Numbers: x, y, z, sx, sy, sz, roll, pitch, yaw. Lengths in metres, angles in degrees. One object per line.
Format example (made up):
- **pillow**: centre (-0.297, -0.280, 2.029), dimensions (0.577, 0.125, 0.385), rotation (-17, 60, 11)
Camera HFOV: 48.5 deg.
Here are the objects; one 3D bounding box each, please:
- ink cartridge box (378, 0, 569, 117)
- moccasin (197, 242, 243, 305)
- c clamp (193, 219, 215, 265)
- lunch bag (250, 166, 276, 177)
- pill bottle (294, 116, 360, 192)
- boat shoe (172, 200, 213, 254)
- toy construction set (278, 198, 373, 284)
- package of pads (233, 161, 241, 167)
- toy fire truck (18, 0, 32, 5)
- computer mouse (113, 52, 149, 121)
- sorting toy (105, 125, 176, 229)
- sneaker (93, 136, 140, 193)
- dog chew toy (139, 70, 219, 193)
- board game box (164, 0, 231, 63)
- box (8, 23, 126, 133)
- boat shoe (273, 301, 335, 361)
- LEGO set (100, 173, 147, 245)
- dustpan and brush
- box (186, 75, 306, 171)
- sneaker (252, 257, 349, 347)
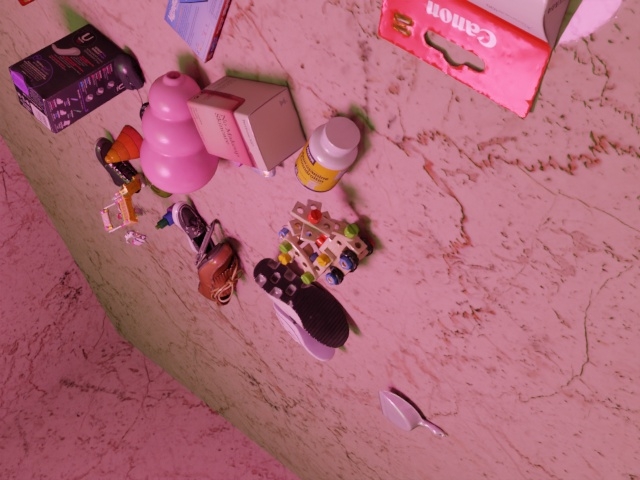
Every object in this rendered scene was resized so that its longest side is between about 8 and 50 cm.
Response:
- **ink cartridge box**: centre (0.189, -0.365, 0.989), dimensions (0.308, 0.091, 0.385), rotation (37, 149, 23)
- **moccasin**: centre (-0.325, 0.124, 2.329), dimensions (0.147, 0.139, 0.380), rotation (38, 149, 7)
- **c clamp**: centre (-0.370, 0.008, 2.256), dimensions (0.022, 0.161, 0.137), rotation (22, 180, -13)
- **lunch bag**: centre (-0.139, -0.198, 1.730), dimensions (0.083, 0.053, 0.071), rotation (35, 149, 45)
- **pill bottle**: centre (0.016, -0.178, 1.468), dimensions (0.103, 0.103, 0.184), rotation (47, 153, 4)
- **boat shoe**: centre (-0.407, -0.034, 2.312), dimensions (0.076, 0.080, 0.229), rotation (21, 143, 33)
- **toy construction set**: centre (0.000, 0.000, 1.694), dimensions (0.215, 0.151, 0.328), rotation (47, 164, 5)
- **package of pads**: centre (-0.224, -0.233, 1.831), dimensions (0.083, 0.032, 0.050), rotation (48, 154, 2)
- **toy fire truck**: centre (-0.864, -0.707, 1.925), dimensions (0.302, 0.254, 0.169), rotation (9, 133, 51)
- **computer mouse**: centre (-0.517, -0.412, 1.993), dimensions (0.071, 0.041, 0.242), rotation (-11, 131, 7)
- **sorting toy**: centre (-0.583, -0.187, 2.322), dimensions (0.127, 0.126, 0.366), rotation (6, 130, 53)
- **sneaker**: centre (-0.692, -0.261, 2.452), dimensions (0.118, 0.083, 0.222), rotation (25, 153, 29)
- **dog chew toy**: centre (-0.364, -0.280, 1.812), dimensions (0.206, 0.206, 0.332), rotation (35, 142, 26)
- **board game box**: centre (-0.264, -0.515, 1.534), dimensions (0.145, 0.027, 0.281), rotation (47, 153, 1)
- **box**: centre (-0.693, -0.452, 1.981), dimensions (0.165, 0.270, 0.143), rotation (40, 152, 17)
- **boat shoe**: centre (-0.049, 0.269, 2.171), dimensions (0.258, 0.095, 0.084), rotation (51, 159, 20)
- **LEGO set**: centre (-0.651, -0.115, 2.349), dimensions (0.132, 0.107, 0.287), rotation (44, -152, -50)
- **dustpan and brush**: centre (0.266, 0.516, 2.057), dimensions (0.211, 0.060, 0.147), rotation (36, 152, 37)
- **box**: centre (-0.168, -0.266, 1.603), dimensions (0.232, 0.127, 0.149), rotation (21, 142, 43)
- **sneaker**: centre (-0.048, 0.180, 2.038), dimensions (0.330, 0.122, 0.146), rotation (43, 170, 10)
